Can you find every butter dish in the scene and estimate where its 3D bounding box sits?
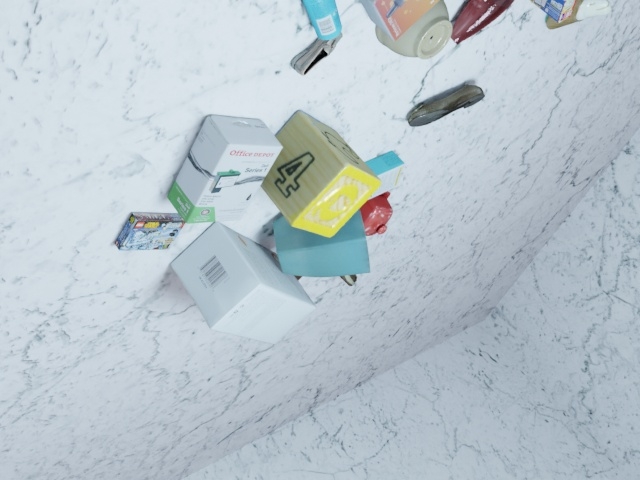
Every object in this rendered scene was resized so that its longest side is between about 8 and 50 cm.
[{"bbox_3d":[0.154,-0.067,1.953,0.160,0.118,0.159,-50,153,22],"label":"butter dish"}]

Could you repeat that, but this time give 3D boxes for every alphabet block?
[{"bbox_3d":[-0.012,-0.149,1.513,0.193,0.197,0.192,-47,153,17],"label":"alphabet block"}]

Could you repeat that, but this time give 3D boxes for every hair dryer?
[{"bbox_3d":[0.357,-0.581,1.473,0.223,0.080,0.294,-9,139,-19],"label":"hair dryer"}]

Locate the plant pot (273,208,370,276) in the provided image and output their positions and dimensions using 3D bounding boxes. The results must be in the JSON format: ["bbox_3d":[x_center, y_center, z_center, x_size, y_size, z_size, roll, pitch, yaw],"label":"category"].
[{"bbox_3d":[0.000,0.000,1.731,0.234,0.166,0.166,-12,144,1],"label":"plant pot"}]

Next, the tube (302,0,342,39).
[{"bbox_3d":[-0.008,-0.461,1.195,0.080,0.052,0.207,-40,149,-8],"label":"tube"}]

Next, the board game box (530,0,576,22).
[{"bbox_3d":[0.547,-0.632,1.520,0.045,0.147,0.194,-30,153,-17],"label":"board game box"}]

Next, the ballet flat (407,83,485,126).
[{"bbox_3d":[0.340,-0.375,1.782,0.249,0.058,0.084,-24,173,-16],"label":"ballet flat"}]

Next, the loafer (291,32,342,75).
[{"bbox_3d":[0.000,-0.383,1.333,0.125,0.039,0.045,-38,153,-1],"label":"loafer"}]

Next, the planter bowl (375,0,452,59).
[{"bbox_3d":[0.216,-0.462,1.408,0.162,0.109,0.162,-31,153,-17],"label":"planter bowl"}]

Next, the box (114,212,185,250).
[{"bbox_3d":[-0.376,-0.019,1.446,0.137,0.027,0.094,0,136,-52],"label":"box"}]

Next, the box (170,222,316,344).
[{"bbox_3d":[-0.191,0.122,1.700,0.168,0.215,0.345,-42,153,7],"label":"box"}]

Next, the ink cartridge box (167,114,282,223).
[{"bbox_3d":[-0.203,-0.148,1.387,0.160,0.093,0.219,-7,141,-48],"label":"ink cartridge box"}]

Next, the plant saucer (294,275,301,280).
[{"bbox_3d":[-0.103,0.123,1.948,0.198,0.036,0.198,-42,-178,1],"label":"plant saucer"}]

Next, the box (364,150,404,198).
[{"bbox_3d":[0.116,-0.160,1.818,0.244,0.060,0.101,-25,150,-26],"label":"box"}]

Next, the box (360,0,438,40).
[{"bbox_3d":[0.163,-0.506,1.276,0.170,0.091,0.130,-43,149,7],"label":"box"}]

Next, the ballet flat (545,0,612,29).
[{"bbox_3d":[0.764,-0.686,1.741,0.342,0.124,0.116,-46,153,16],"label":"ballet flat"}]

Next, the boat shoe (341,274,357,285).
[{"bbox_3d":[0.084,0.072,2.117,0.095,0.095,0.257,-45,154,-1],"label":"boat shoe"}]
